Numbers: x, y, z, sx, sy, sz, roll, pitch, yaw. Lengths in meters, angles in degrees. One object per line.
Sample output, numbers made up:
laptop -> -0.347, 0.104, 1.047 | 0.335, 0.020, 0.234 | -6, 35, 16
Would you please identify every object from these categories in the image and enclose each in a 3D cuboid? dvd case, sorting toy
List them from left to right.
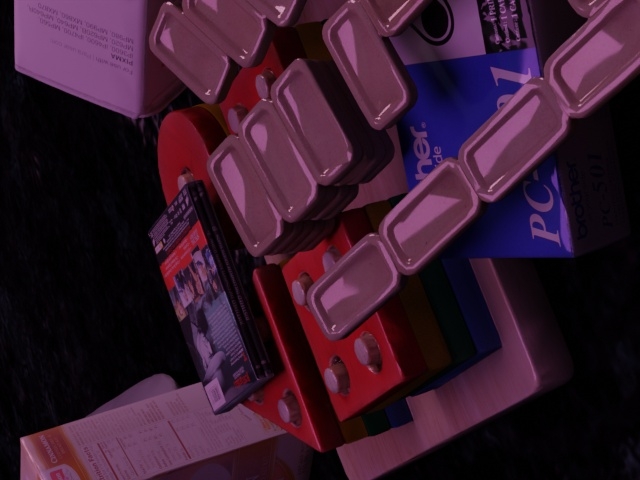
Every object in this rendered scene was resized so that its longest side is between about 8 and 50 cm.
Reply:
dvd case -> -0.065, 0.034, 0.984 | 0.119, 0.013, 0.087 | 70, 155, 12
sorting toy -> 0.000, 0.000, 0.954 | 0.257, 0.089, 0.255 | 69, 154, 11

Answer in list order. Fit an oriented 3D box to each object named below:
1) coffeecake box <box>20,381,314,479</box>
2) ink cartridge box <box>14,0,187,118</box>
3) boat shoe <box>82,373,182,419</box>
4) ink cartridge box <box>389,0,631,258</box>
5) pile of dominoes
coffeecake box -> -0.104, 0.174, 1.149 | 0.068, 0.185, 0.142 | 53, 147, 38
ink cartridge box -> -0.088, -0.200, 0.925 | 0.092, 0.158, 0.218 | 21, 131, 18
boat shoe -> -0.145, 0.163, 1.373 | 0.070, 0.078, 0.219 | 42, 153, -11
ink cartridge box -> 0.074, -0.096, 0.775 | 0.097, 0.046, 0.207 | -2, 103, 49
pile of dominoes -> 0.033, -0.091, 0.773 | 0.251, 0.040, 0.196 | -44, 66, 38
